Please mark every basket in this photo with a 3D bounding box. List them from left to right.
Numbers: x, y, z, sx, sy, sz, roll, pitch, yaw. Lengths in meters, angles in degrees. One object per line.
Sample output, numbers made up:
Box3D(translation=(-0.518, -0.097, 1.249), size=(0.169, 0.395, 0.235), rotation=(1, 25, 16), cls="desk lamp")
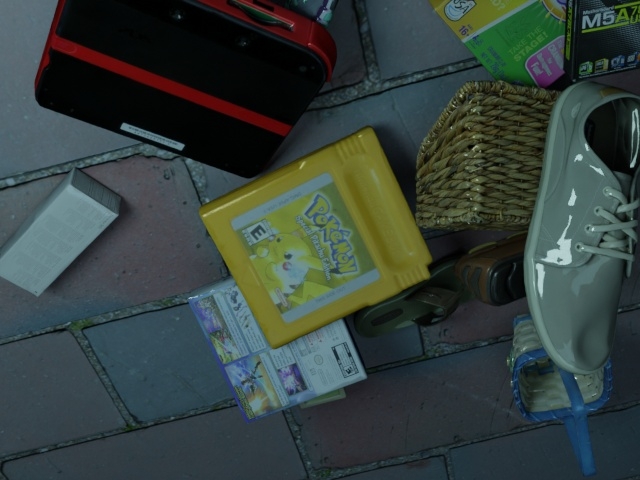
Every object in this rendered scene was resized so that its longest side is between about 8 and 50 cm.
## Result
Box3D(translation=(0.310, -0.128, 1.315), size=(0.299, 0.213, 0.223), rotation=(0, 87, -24), cls="basket")
Box3D(translation=(0.493, 0.299, 1.597), size=(0.201, 0.289, 0.255), rotation=(-16, 127, 4), cls="basket")

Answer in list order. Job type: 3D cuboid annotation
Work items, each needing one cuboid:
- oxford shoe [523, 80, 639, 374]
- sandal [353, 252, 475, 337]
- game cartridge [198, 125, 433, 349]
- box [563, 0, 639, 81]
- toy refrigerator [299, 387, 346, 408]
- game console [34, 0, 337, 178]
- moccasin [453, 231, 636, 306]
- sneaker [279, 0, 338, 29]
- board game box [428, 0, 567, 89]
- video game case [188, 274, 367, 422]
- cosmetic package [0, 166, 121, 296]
Box3D(translation=(0.407, -0.023, 1.170), size=(0.169, 0.130, 0.450), rotation=(8, 86, -25), cls="oxford shoe")
Box3D(translation=(0.211, 0.129, 1.549), size=(0.302, 0.086, 0.120), rotation=(-28, 127, 9), cls="sandal")
Box3D(translation=(0.000, 0.000, 1.338), size=(0.323, 0.053, 0.285), rotation=(-25, 105, 6), cls="game cartridge")
Box3D(translation=(0.461, -0.342, 1.167), size=(0.190, 0.045, 0.184), rotation=(-11, 131, -1), cls="box")
Box3D(translation=(-0.030, 0.216, 1.578), size=(0.102, 0.094, 0.270), rotation=(-15, 128, 3), cls="toy refrigerator")
Box3D(translation=(-0.203, -0.249, 1.164), size=(0.386, 0.060, 0.342), rotation=(19, 146, -20), cls="game console")
Box3D(translation=(0.429, 0.032, 1.480), size=(0.380, 0.147, 0.139), rotation=(-17, 114, -19), cls="moccasin")
Box3D(translation=(-0.040, -0.327, 1.148), size=(0.098, 0.083, 0.224), rotation=(19, 135, -12), cls="sneaker")
Box3D(translation=(0.356, -0.388, 1.185), size=(0.316, 0.064, 0.242), rotation=(-39, 123, 21), cls="board game box")
Box3D(translation=(-0.075, 0.171, 1.442), size=(0.244, 0.061, 0.270), rotation=(-21, 105, 4), cls="video game case")
Box3D(translation=(-0.457, -0.012, 1.357), size=(0.239, 0.060, 0.099), rotation=(-40, 121, 21), cls="cosmetic package")
